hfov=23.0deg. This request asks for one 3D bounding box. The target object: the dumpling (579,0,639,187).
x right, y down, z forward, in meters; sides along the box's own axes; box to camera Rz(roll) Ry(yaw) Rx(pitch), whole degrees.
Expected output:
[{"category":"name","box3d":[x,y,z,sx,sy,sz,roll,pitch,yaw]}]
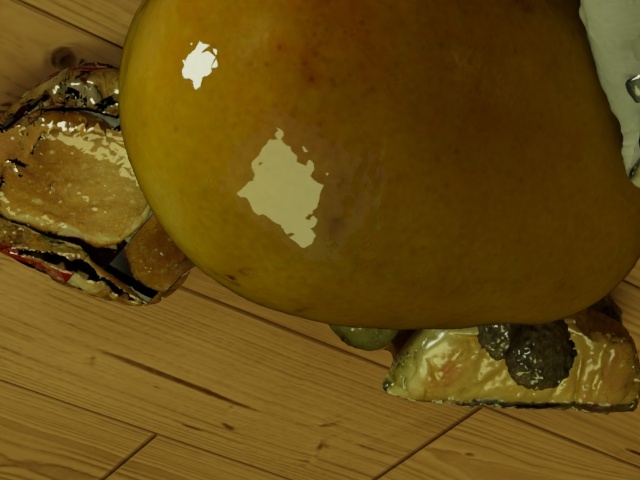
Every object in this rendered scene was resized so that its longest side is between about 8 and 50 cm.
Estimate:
[{"category":"dumpling","box3d":[0.274,-0.180,1.084,0.227,0.175,0.243,-22,156,-43]}]

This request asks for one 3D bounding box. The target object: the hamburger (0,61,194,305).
[{"category":"hamburger","box3d":[-0.176,-0.049,1.293,0.231,0.106,0.231,9,138,8]}]

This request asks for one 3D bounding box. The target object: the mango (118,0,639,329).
[{"category":"mango","box3d":[0.067,-0.075,1.120,0.446,0.300,0.232,20,173,-30]}]

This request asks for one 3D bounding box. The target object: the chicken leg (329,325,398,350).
[{"category":"chicken leg","box3d":[0.000,0.000,1.378,0.088,0.103,0.227,-28,114,24]}]

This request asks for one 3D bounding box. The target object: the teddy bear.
[{"category":"teddy bear","box3d":[0.119,0.004,1.323,0.251,0.182,0.129,37,92,-10]}]

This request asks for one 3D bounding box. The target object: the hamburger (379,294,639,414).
[{"category":"hamburger","box3d":[0.172,0.081,1.467,0.262,0.124,0.131,3,124,-10]}]
